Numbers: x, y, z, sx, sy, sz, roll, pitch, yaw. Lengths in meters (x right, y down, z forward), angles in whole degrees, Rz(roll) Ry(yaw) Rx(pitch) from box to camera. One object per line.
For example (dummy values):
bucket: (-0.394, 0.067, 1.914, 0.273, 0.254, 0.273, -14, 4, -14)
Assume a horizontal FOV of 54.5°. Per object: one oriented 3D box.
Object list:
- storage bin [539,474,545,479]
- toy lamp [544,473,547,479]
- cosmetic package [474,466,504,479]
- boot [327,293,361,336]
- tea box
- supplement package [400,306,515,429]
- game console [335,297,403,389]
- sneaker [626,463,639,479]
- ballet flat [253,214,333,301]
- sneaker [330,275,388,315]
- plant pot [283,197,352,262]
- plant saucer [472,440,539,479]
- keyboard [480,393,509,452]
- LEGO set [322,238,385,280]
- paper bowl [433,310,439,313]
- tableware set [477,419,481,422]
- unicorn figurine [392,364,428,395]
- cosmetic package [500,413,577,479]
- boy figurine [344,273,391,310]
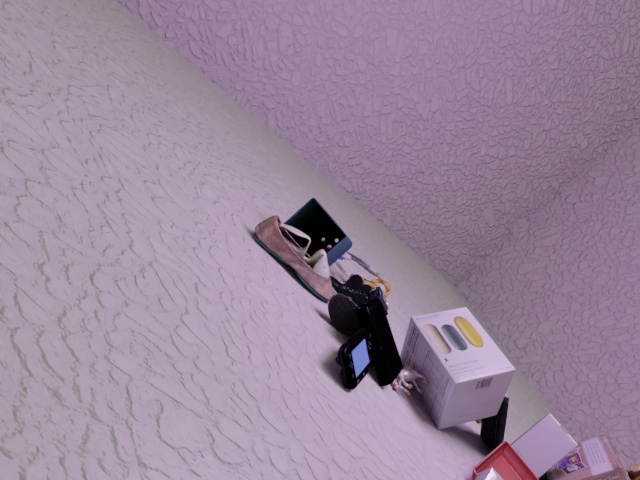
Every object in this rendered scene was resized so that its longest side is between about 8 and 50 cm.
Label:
storage bin: (0.623, 0.680, 1.902, 0.098, 0.091, 0.135, -63, 135, -78)
toy lamp: (0.694, 0.777, 1.974, 0.080, 0.080, 0.274, 48, 12, 8)
cosmetic package: (0.452, 0.667, 1.468, 0.239, 0.060, 0.099, 48, 46, 7)
boot: (0.080, 0.208, 1.779, 0.246, 0.083, 0.161, 47, 5, -34)
tea box: (0.835, 0.800, 1.845, 0.324, 0.220, 0.329, 66, 15, 8)
supplement package: (0.385, 0.363, 1.802, 0.199, 0.198, 0.263, -7, 38, -20)
game console: (0.123, 0.284, 1.571, 0.361, 0.044, 0.213, -22, 93, -67)
sneaker: (0.965, 0.721, 1.851, 0.185, 0.069, 0.084, 44, 25, -48)
ballet flat: (-0.048, 0.048, 1.764, 0.316, 0.106, 0.107, 42, 13, -18)
sneaker: (0.122, 0.163, 1.926, 0.217, 0.121, 0.079, 46, 11, 1)
plant pot: (0.000, 0.000, 1.966, 0.165, 0.165, 0.234, 50, 6, 18)
plant saucer: (0.523, 0.685, 1.648, 0.258, 0.048, 0.259, 51, 27, 23)
keyboard: (0.517, 0.516, 1.921, 0.201, 0.033, 0.317, -110, -169, -52)
LEGO set: (0.089, 0.070, 2.169, 0.244, 0.060, 0.182, 30, -6, 40)
paper bowl: (0.484, 0.401, 2.262, 0.284, 0.148, 0.284, 38, 7, -6)
tableware set: (0.512, 0.568, 2.172, 0.154, 0.024, 0.104, 50, 16, 14)
unicorn figurine: (0.248, 0.389, 1.757, 0.162, 0.060, 0.111, 27, 11, -42)
cosmetic package: (0.616, 0.623, 1.810, 0.117, 0.231, 0.085, 52, -7, 22)
boy figurine: (0.177, 0.180, 2.134, 0.177, 0.092, 0.285, 44, 13, 21)
